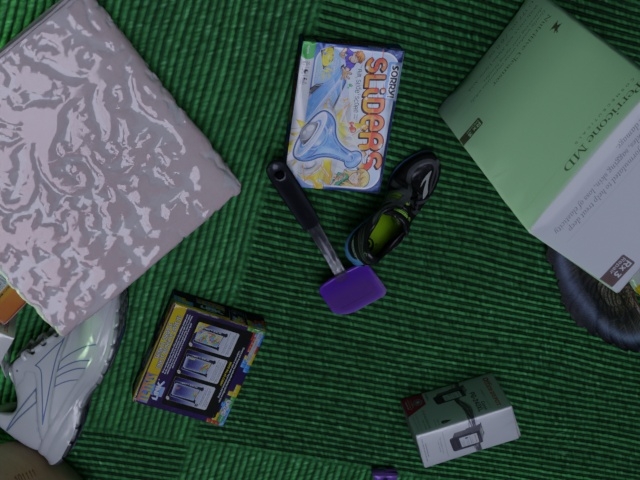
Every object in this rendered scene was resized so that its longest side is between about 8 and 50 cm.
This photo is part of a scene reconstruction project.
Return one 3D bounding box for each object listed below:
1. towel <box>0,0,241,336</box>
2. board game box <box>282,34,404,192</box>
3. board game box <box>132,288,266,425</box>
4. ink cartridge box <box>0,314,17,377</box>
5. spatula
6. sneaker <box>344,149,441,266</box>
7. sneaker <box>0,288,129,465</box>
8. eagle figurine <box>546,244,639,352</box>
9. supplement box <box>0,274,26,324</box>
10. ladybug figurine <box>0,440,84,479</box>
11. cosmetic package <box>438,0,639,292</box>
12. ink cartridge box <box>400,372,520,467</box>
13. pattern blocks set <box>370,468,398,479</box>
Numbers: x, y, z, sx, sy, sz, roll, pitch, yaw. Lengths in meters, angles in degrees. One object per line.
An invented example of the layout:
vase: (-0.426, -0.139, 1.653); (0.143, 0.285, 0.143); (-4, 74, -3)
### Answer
towel: (-0.312, -0.091, 1.391); (0.317, 0.053, 0.332); (-41, 114, -7)
board game box: (0.027, -0.165, 1.467); (0.136, 0.035, 0.201); (3, 114, -11)
board game box: (-0.174, 0.169, 1.579); (0.141, 0.048, 0.170); (20, 110, -16)
ink cartridge box: (-0.473, 0.123, 1.480); (0.143, 0.092, 0.090); (26, 107, -21)
spatula: (0.000, 0.000, 1.520); (0.084, 0.030, 0.296); (-29, 124, 5)
sneaker: (0.109, -0.039, 1.502); (0.067, 0.078, 0.188); (42, 78, -23)
sneaker: (-0.353, 0.166, 1.514); (0.129, 0.111, 0.297); (26, 102, -7)
eagle figurine: (0.431, 0.013, 1.565); (0.226, 0.225, 0.298); (0, 159, 32)
supplement box: (-0.477, 0.005, 1.433); (0.080, 0.078, 0.233); (-43, 114, 13)
ladybug figurine: (-0.400, 0.507, 1.550); (0.162, 0.305, 0.449); (-24, 84, 27)
cosmetic package: (0.306, -0.133, 1.337); (0.156, 0.385, 0.217); (32, 105, -22)
ink cartridge box: (0.208, 0.266, 1.658); (0.150, 0.109, 0.063); (-17, 113, -2)
pattern blocks set: (0.097, 0.502, 1.793); (0.285, 0.026, 0.324); (-13, 116, -4)
